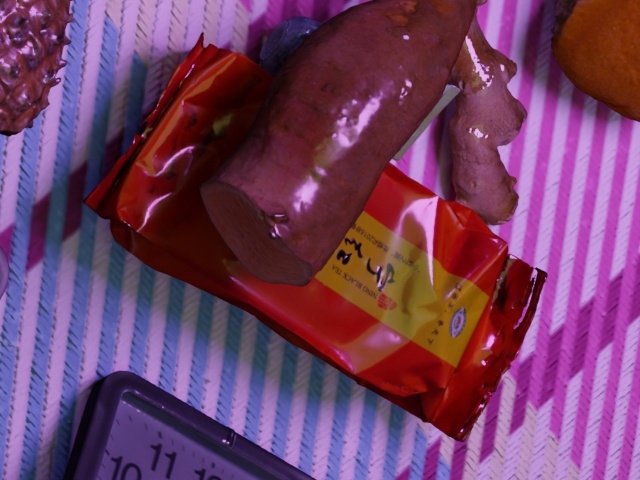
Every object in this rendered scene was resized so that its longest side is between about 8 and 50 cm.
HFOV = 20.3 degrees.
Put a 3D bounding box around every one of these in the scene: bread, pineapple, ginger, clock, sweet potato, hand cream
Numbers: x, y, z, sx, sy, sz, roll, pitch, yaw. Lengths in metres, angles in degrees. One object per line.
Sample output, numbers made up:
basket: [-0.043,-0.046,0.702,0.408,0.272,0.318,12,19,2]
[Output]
bread: [0.327,-0.228,1.638,0.174,0.121,0.245,34,112,-22]
pineapple: [-0.223,-0.266,1.419,0.165,0.165,0.364,27,89,-24]
ginger: [0.149,-0.149,1.646,0.089,0.075,0.288,-9,106,-12]
clock: [-0.117,0.284,1.551,0.273,0.049,0.279,34,46,-23]
sweet potato: [0.031,-0.125,1.452,0.131,0.131,0.336,40,74,-24]
hand cream: [0.029,-0.141,1.605,0.175,0.046,0.095,25,121,-27]

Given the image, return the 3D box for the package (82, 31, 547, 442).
package: [-0.001,0.000,1.579,0.423,0.123,0.196,32,85,-24]

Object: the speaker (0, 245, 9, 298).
speaker: [-0.437,-0.039,1.358,0.406,0.184,0.183,36,84,-24]
